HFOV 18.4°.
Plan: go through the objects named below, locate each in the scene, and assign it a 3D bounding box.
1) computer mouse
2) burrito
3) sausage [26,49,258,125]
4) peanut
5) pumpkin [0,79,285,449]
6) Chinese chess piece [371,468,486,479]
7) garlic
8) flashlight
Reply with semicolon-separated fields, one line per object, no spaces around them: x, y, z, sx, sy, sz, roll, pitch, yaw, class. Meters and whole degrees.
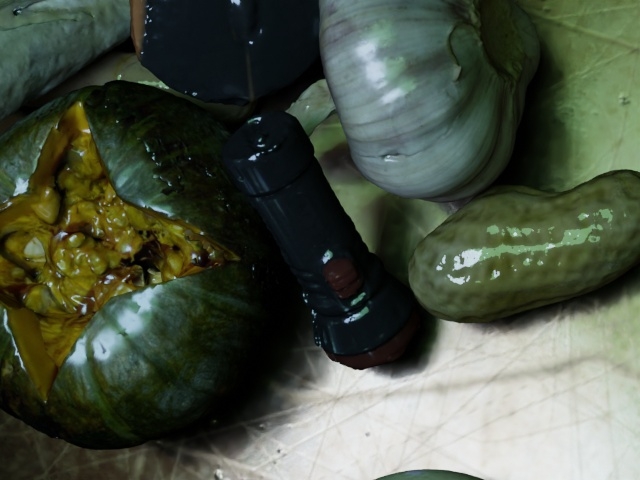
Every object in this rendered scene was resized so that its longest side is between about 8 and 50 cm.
-0.087;-0.274;1.676;0.183;0.116;0.323;-12;95;-10;computer mouse
-0.269;-0.178;1.743;0.348;0.107;0.175;-44;27;-29;burrito
-0.199;-0.144;1.808;0.301;0.066;0.065;5;82;22;sausage
0.178;0.001;1.620;0.226;0.095;0.108;-15;82;16;peanut
-0.179;0.023;1.700;0.320;0.192;0.320;-5;76;20;pumpkin
0.088;0.310;1.596;0.250;0.101;0.250;-3;80;19;Chinese chess piece
0.047;-0.132;1.630;0.253;0.245;0.245;-20;73;31;garlic
0.000;0.000;1.621;0.093;0.232;0.093;-21;33;14;flashlight
